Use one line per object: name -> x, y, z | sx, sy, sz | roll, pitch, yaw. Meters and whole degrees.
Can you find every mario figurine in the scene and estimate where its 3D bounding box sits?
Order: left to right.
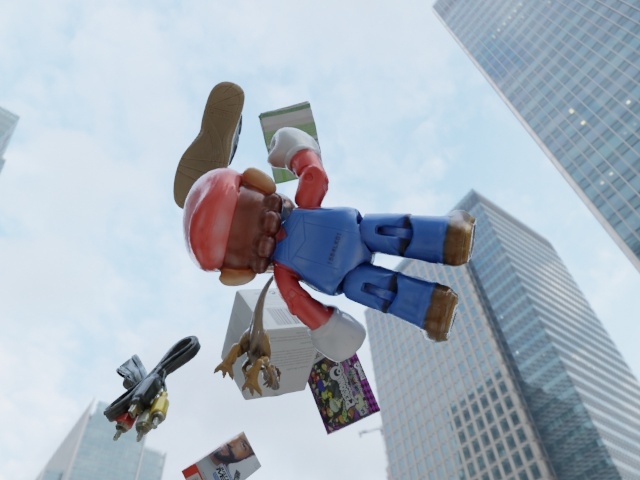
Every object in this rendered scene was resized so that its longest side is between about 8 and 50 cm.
mario figurine -> 0.000, 0.000, 0.615 | 0.320, 0.198, 0.170 | 15, -38, 17

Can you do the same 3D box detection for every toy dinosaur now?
toy dinosaur -> -0.084, 0.128, 0.718 | 0.064, 0.112, 0.212 | 14, -49, 11

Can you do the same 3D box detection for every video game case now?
video game case -> 0.050, 0.412, 1.605 | 0.041, 0.232, 0.210 | -3, -27, -43

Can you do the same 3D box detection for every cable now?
cable -> -0.342, 0.306, 1.169 | 0.139, 0.287, 0.072 | -18, -74, 17

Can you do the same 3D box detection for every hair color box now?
hair color box -> -0.212, 0.498, 1.224 | 0.053, 0.167, 0.093 | -35, -100, 26

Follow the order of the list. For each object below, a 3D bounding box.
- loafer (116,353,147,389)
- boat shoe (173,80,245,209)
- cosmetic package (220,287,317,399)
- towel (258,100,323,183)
loafer -> -0.567, 0.432, 1.713 | 0.084, 0.267, 0.096 | -26, -72, -19
boat shoe -> -0.225, -0.191, 1.188 | 0.102, 0.092, 0.285 | 16, -97, 7
cosmetic package -> -0.107, 0.218, 1.213 | 0.151, 0.151, 0.184 | 1, -63, -34
towel -> -0.060, -0.200, 1.152 | 0.113, 0.023, 0.152 | -12, -86, 12
